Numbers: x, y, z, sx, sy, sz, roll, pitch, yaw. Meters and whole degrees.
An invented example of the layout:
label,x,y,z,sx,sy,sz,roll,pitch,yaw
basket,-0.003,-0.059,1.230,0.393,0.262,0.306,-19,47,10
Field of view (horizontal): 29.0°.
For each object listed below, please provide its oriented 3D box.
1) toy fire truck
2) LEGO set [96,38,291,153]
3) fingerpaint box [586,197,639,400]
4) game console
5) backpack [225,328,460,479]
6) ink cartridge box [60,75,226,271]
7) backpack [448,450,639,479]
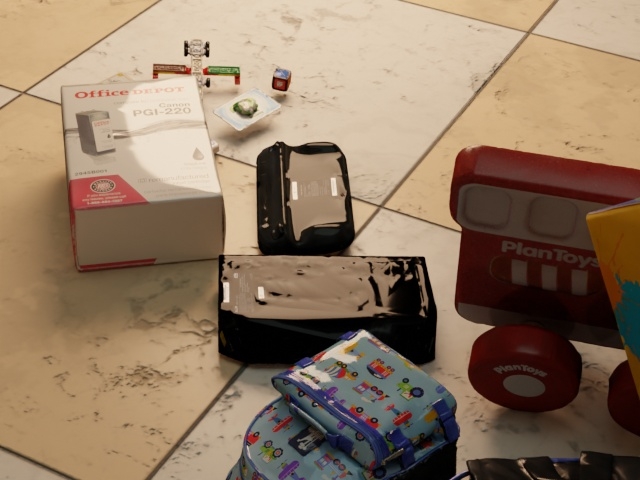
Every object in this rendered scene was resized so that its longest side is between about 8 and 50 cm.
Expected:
label,x,y,z,sx,sy,sz,roll,pitch,yaw
toy fire truck,0.258,0.031,1.064,0.302,0.254,0.169,10,56,11
LEGO set,-0.154,-0.169,1.537,0.182,0.060,0.244,37,52,25
fingerpaint box,0.466,0.087,0.899,0.444,0.371,0.163,-16,0,-18
game console,0.000,0.000,1.302,0.213,0.044,0.361,1,37,-5
backpack,0.009,0.173,1.005,0.173,0.117,0.158,-25,44,-29
ink cartridge box,-0.195,-0.078,1.337,0.158,0.092,0.218,-6,42,-11
backpack,0.170,0.273,0.802,0.276,0.213,0.263,7,45,-5
